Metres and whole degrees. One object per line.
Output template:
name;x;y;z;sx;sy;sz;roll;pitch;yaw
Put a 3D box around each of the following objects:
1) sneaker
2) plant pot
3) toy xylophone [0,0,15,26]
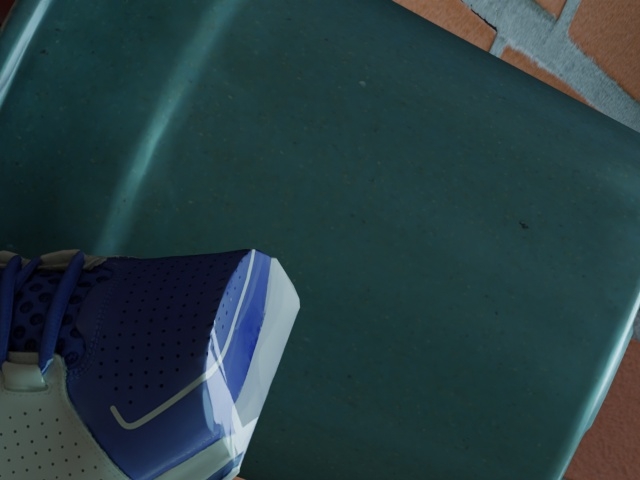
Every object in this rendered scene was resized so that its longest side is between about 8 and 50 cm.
sneaker;-0.185;0.047;0.676;0.182;0.315;0.127;55;34;-33
plant pot;0.000;0.000;0.872;0.341;0.334;0.341;23;90;-85
toy xylophone;-0.161;-0.237;0.694;0.323;0.081;0.236;-66;158;4
